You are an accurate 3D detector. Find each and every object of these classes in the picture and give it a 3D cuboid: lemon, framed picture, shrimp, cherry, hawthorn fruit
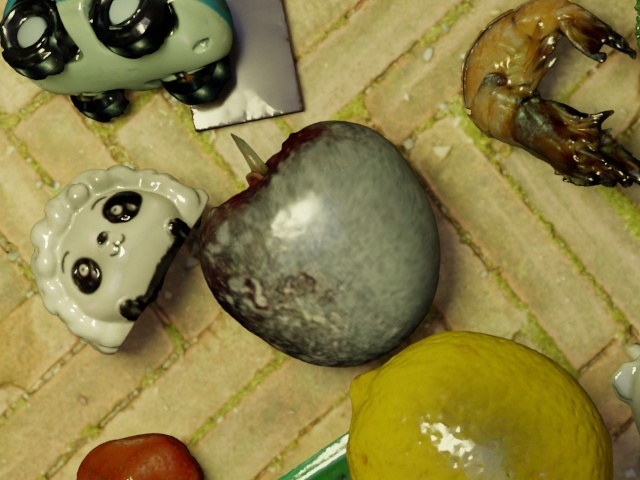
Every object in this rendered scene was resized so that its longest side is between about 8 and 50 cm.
[{"bbox_3d":[0.158,0.216,1.386,0.267,0.267,0.267,0,91,0],"label":"lemon"},{"bbox_3d":[-0.098,-0.218,1.594,0.128,0.023,0.168,-11,91,0],"label":"framed picture"},{"bbox_3d":[0.267,-0.164,1.497,0.075,0.289,0.178,2,114,-36],"label":"shrimp"},{"bbox_3d":[0.000,0.000,1.503,0.255,0.218,0.296,-43,104,-3],"label":"cherry"},{"bbox_3d":[-0.197,0.274,1.550,0.138,0.133,0.132,-25,91,-17],"label":"hawthorn fruit"}]

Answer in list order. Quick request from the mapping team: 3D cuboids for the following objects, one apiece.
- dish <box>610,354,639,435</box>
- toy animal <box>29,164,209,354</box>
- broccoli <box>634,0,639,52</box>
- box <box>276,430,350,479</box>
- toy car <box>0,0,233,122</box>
[{"bbox_3d":[0.464,0.192,1.566,0.236,0.086,0.227,-15,91,1],"label":"dish"},{"bbox_3d":[-0.233,0.006,1.511,0.156,0.204,0.208,30,83,-4],"label":"toy animal"},{"bbox_3d":[0.520,-0.146,1.461,0.310,0.321,0.413,-48,65,27],"label":"broccoli"},{"bbox_3d":[0.090,0.321,1.560,0.337,0.106,0.264,-33,91,0],"label":"box"},{"bbox_3d":[-0.221,-0.250,1.509,0.255,0.188,0.190,-8,70,24],"label":"toy car"}]
